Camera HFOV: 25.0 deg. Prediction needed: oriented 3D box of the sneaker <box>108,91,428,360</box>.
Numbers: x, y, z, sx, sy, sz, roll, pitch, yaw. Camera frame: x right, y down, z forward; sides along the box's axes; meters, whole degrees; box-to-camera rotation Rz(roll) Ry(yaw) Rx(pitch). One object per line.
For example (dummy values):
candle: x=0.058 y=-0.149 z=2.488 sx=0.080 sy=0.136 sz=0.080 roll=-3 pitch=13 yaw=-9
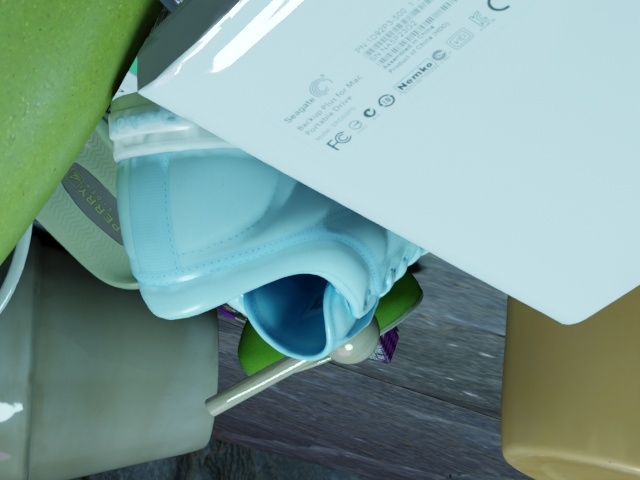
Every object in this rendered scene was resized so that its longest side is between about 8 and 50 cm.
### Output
sneaker: x=0.000 y=0.000 z=0.906 sx=0.135 sy=0.150 sz=0.366 roll=-3 pitch=175 yaw=38

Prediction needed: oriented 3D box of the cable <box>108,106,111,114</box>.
cable: x=-0.131 y=-0.035 z=1.214 sx=0.257 sy=0.089 sz=0.257 roll=27 pitch=164 yaw=-35

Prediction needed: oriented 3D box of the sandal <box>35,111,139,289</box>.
sandal: x=-0.215 y=-0.077 z=0.972 sx=0.303 sy=0.086 sz=0.120 roll=41 pitch=122 yaw=-5

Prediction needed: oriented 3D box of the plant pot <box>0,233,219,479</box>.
plant pot: x=-0.274 y=0.154 z=1.754 sx=0.280 sy=0.323 sz=0.323 roll=3 pitch=169 yaw=-13

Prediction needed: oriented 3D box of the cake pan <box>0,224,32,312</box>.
cake pan: x=-0.353 y=-0.038 z=1.139 sx=0.293 sy=0.293 sz=0.054 roll=15 pitch=-169 yaw=11

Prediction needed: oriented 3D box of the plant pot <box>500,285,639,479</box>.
plant pot: x=0.240 y=0.073 z=0.944 sx=0.291 sy=0.203 sz=0.291 roll=17 pitch=165 yaw=5

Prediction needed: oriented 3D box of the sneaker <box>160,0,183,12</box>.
sneaker: x=0.024 y=-0.133 z=0.733 sx=0.234 sy=0.084 sz=0.097 roll=21 pitch=142 yaw=-19

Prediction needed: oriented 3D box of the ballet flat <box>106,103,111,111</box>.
ballet flat: x=-0.274 y=-0.123 z=1.050 sx=0.250 sy=0.084 sz=0.058 roll=10 pitch=-176 yaw=11

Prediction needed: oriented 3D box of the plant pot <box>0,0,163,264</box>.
plant pot: x=-0.246 y=-0.077 z=0.773 sx=0.274 sy=0.293 sz=0.275 roll=17 pitch=166 yaw=4

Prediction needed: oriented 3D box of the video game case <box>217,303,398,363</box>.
video game case: x=-0.030 y=0.064 z=1.560 sx=0.210 sy=0.042 sz=0.232 roll=16 pitch=166 yaw=13

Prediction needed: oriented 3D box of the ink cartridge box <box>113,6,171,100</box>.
ink cartridge box: x=-0.038 y=-0.093 z=0.958 sx=0.224 sy=0.056 sz=0.181 roll=31 pitch=161 yaw=-36

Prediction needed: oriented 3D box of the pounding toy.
pounding toy: x=-0.016 y=0.045 z=1.308 sx=0.183 sy=0.110 sz=0.237 roll=-21 pitch=-170 yaw=19

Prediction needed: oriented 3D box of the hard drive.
hard drive: x=0.094 y=-0.072 z=0.706 sx=0.307 sy=0.040 sz=0.203 roll=27 pitch=130 yaw=-34
